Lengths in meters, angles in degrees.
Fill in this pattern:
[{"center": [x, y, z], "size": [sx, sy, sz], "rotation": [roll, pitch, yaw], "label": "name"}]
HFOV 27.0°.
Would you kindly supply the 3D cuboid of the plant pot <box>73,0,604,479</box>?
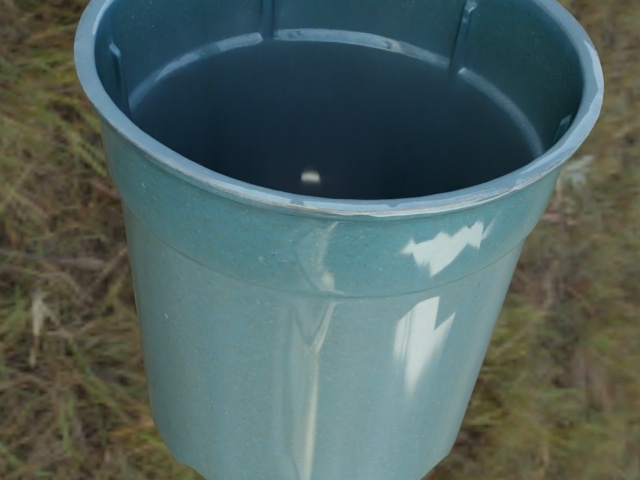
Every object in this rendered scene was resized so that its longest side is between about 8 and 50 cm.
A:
[{"center": [0.000, 0.000, 0.963], "size": [0.341, 0.341, 0.334], "rotation": [-55, 158, -47], "label": "plant pot"}]
